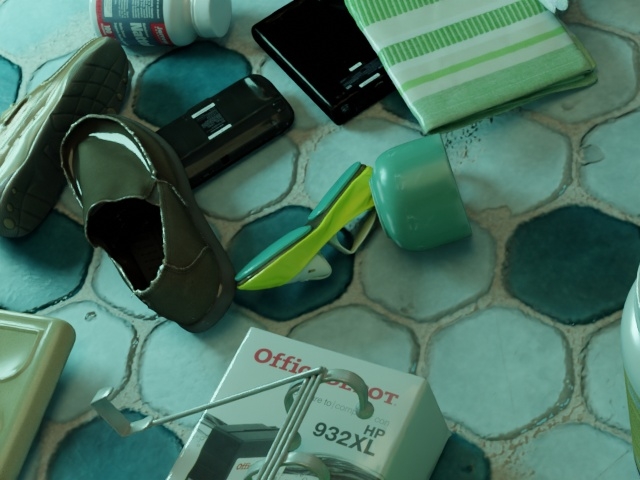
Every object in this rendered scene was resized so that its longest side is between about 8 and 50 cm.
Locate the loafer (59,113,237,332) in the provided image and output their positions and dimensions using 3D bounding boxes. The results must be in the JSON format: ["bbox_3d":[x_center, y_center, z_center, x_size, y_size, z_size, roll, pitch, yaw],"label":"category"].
[{"bbox_3d":[-0.230,-0.045,1.680,0.134,0.130,0.366,-50,53,12],"label":"loafer"}]

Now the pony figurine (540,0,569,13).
[{"bbox_3d":[0.306,-0.483,1.777,0.364,0.302,0.351,-20,21,-5],"label":"pony figurine"}]

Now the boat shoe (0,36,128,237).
[{"bbox_3d":[-0.378,-0.155,1.836,0.116,0.123,0.324,17,60,28],"label":"boat shoe"}]

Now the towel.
[{"bbox_3d":[0.183,-0.283,1.793,0.248,0.038,0.324,-20,53,-11],"label":"towel"}]

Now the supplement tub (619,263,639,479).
[{"bbox_3d":[0.404,0.129,1.265,0.241,0.331,0.241,-8,54,11],"label":"supplement tub"}]

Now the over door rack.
[{"bbox_3d":[-0.122,0.241,1.293,0.324,0.108,0.239,-9,33,32],"label":"over door rack"}]

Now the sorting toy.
[{"bbox_3d":[-0.440,0.223,1.636,0.229,0.041,0.307,8,64,25],"label":"sorting toy"}]

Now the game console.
[{"bbox_3d":[-0.077,-0.196,1.824,0.361,0.044,0.213,-33,53,-10],"label":"game console"}]

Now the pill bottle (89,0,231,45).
[{"bbox_3d":[-0.223,-0.327,1.920,0.180,0.108,0.108,3,56,19],"label":"pill bottle"}]

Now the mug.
[{"bbox_3d":[0.116,-0.051,1.622,0.097,0.158,0.129,-18,84,6],"label":"mug"}]

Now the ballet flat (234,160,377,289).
[{"bbox_3d":[0.000,0.000,1.641,0.231,0.077,0.077,-44,11,-22],"label":"ballet flat"}]

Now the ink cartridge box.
[{"bbox_3d":[-0.033,0.269,1.420,0.223,0.129,0.307,15,61,27],"label":"ink cartridge box"}]
